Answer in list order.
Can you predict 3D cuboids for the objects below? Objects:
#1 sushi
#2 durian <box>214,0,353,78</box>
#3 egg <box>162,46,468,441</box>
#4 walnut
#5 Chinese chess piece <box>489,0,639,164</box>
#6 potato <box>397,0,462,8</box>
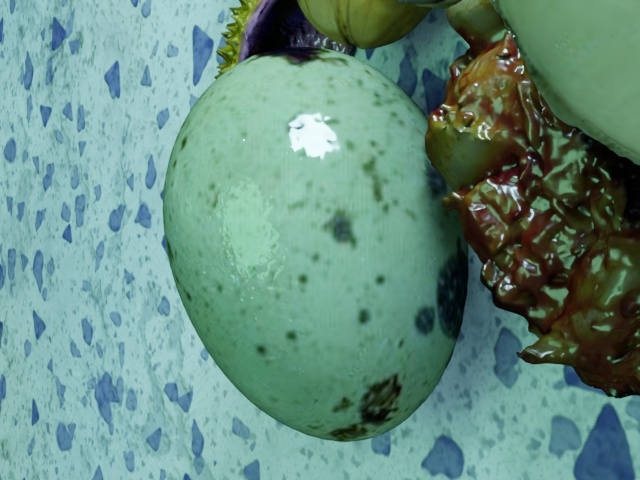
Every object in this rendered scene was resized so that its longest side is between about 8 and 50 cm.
[{"bbox_3d":[0.205,-0.054,0.793,0.196,0.181,0.343,-51,53,37],"label":"sushi"},{"bbox_3d":[-0.050,-0.218,1.202,0.186,0.153,0.261,-123,52,-70],"label":"durian"},{"bbox_3d":[0.000,0.000,0.977,0.287,0.287,0.379,-35,73,47],"label":"egg"},{"bbox_3d":[0.054,-0.296,1.025,0.159,0.159,0.207,16,98,52],"label":"walnut"},{"bbox_3d":[0.255,-0.197,0.605,0.140,0.338,0.338,149,116,-65],"label":"Chinese chess piece"},{"bbox_3d":[0.184,-0.310,0.869,0.299,0.116,0.239,-39,49,29],"label":"potato"}]
